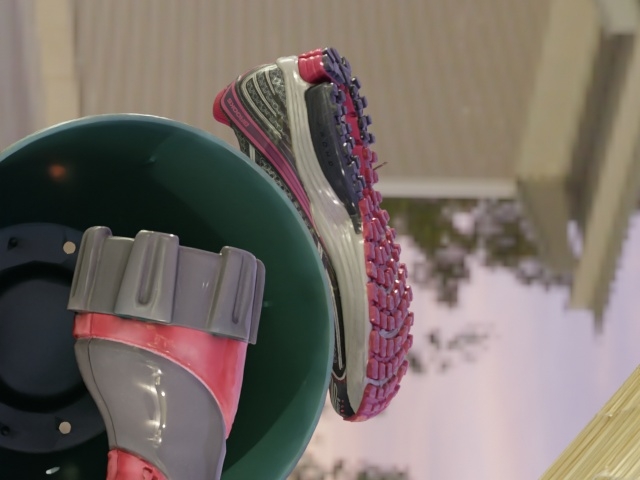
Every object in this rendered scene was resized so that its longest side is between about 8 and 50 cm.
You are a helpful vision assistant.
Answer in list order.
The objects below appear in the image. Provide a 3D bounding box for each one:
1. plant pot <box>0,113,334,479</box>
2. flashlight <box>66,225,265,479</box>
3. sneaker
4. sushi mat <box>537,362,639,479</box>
[{"bbox_3d":[-0.170,0.069,1.372,0.235,0.293,0.293,173,-81,-66],"label":"plant pot"},{"bbox_3d":[-0.101,0.149,1.003,0.103,0.103,0.304,68,33,-81],"label":"flashlight"},{"bbox_3d":[0.000,0.000,1.574,0.121,0.112,0.299,-2,79,-72],"label":"sneaker"},{"bbox_3d":[0.155,0.140,1.083,0.316,0.019,0.151,-45,-171,-20],"label":"sushi mat"}]
